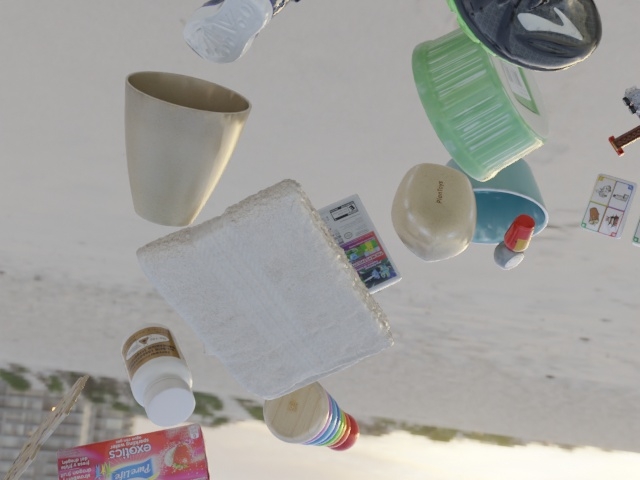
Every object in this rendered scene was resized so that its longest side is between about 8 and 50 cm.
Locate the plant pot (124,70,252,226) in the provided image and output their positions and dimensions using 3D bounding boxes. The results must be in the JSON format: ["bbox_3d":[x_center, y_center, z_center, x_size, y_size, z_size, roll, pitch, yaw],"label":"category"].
[{"bbox_3d":[-0.297,-0.178,1.890,0.256,0.274,0.256,14,-159,-6],"label":"plant pot"}]

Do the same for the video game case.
[{"bbox_3d":[0.021,0.031,1.679,0.201,0.184,0.023,-23,166,-17],"label":"video game case"}]

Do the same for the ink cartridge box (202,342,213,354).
[{"bbox_3d":[-0.191,0.179,2.156,0.171,0.168,0.232,2,177,-8],"label":"ink cartridge box"}]

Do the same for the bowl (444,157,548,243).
[{"bbox_3d":[0.423,-0.127,2.350,0.311,0.163,0.312,5,156,2],"label":"bowl"}]

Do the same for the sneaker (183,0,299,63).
[{"bbox_3d":[-0.136,-0.504,1.885,0.130,0.236,0.322,42,154,-18],"label":"sneaker"}]

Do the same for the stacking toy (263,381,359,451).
[{"bbox_3d":[0.002,0.386,1.979,0.141,0.141,0.330,4,163,23],"label":"stacking toy"}]

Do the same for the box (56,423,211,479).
[{"bbox_3d":[-0.325,0.419,1.630,0.256,0.123,0.128,-9,155,-7],"label":"box"}]

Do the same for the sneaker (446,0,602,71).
[{"bbox_3d":[0.252,-0.378,1.147,0.202,0.185,0.483,30,169,47],"label":"sneaker"}]

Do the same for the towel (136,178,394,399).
[{"bbox_3d":[-0.049,0.062,1.004,0.187,0.049,0.282,-25,132,8],"label":"towel"}]

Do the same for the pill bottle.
[{"bbox_3d":[-0.349,0.291,1.989,0.131,0.131,0.229,8,-155,-28],"label":"pill bottle"}]

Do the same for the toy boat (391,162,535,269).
[{"bbox_3d":[0.308,-0.029,2.031,0.318,0.268,0.148,17,139,2],"label":"toy boat"}]

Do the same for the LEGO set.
[{"bbox_3d":[0.451,-0.096,1.157,0.182,0.244,0.060,18,171,18],"label":"LEGO set"}]

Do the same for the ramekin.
[{"bbox_3d":[0.320,-0.281,1.785,0.148,0.304,0.303,-26,159,28],"label":"ramekin"}]

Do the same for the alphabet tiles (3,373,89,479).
[{"bbox_3d":[-0.472,0.333,1.545,0.009,0.237,0.198,37,-159,-11],"label":"alphabet tiles"}]
